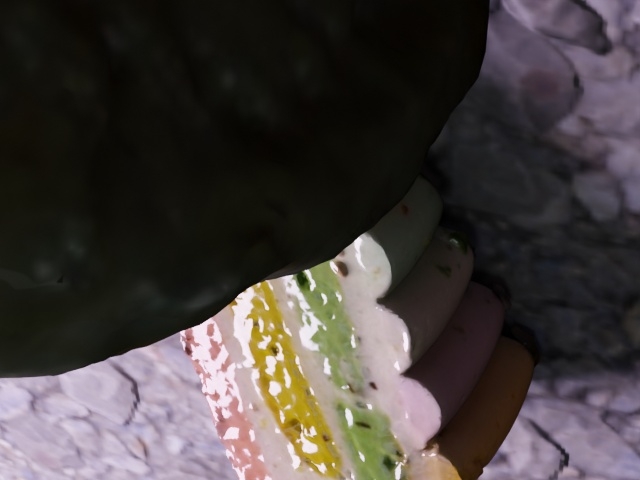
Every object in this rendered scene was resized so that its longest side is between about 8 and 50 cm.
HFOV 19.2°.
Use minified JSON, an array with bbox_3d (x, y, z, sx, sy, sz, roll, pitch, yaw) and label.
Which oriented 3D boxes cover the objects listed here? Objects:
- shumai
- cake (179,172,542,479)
[{"bbox_3d":[-0.136,-0.078,0.476,0.288,0.330,0.292,-29,143,33],"label":"shumai"},{"bbox_3d":[-0.008,0.015,0.707,0.109,0.090,0.225,-3,134,34],"label":"cake"}]
